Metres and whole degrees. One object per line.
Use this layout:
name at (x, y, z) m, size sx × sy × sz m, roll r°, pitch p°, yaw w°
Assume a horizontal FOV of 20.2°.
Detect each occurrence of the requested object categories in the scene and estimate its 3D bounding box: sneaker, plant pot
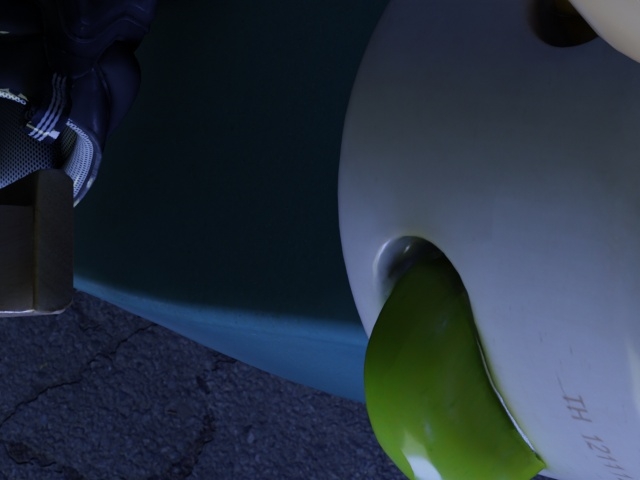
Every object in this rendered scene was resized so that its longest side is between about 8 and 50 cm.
sneaker at (-0.138, -0.093, 0.739) m, size 0.101 × 0.153 × 0.268 m, roll 23°, pitch 171°, yaw -25°
plant pot at (0.002, -0.022, 0.752) m, size 0.234 × 0.166 × 0.165 m, roll 4°, pitch 164°, yaw 36°

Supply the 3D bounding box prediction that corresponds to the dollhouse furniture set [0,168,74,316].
dollhouse furniture set at (-0.165, -0.097, 0.556) m, size 0.161 × 0.242 × 0.212 m, roll 1°, pitch 177°, yaw -19°

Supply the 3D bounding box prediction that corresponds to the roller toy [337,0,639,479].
roller toy at (0.117, -0.017, 0.549) m, size 0.191 × 0.209 × 0.146 m, roll 9°, pitch 180°, yaw -41°

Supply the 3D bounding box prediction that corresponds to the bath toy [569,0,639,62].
bath toy at (0.070, -0.117, 0.261) m, size 0.129 × 0.151 × 0.348 m, roll 55°, pitch -170°, yaw 29°
